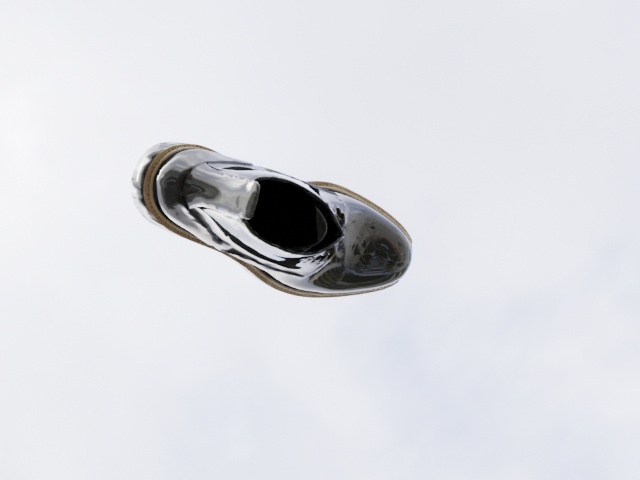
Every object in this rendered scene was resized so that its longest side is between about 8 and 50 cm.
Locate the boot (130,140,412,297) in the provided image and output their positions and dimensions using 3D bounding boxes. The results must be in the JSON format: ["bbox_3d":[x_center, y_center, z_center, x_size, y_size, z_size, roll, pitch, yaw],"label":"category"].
[{"bbox_3d":[0.000,0.000,0.972,0.137,0.198,0.077,14,-89,57],"label":"boot"}]
